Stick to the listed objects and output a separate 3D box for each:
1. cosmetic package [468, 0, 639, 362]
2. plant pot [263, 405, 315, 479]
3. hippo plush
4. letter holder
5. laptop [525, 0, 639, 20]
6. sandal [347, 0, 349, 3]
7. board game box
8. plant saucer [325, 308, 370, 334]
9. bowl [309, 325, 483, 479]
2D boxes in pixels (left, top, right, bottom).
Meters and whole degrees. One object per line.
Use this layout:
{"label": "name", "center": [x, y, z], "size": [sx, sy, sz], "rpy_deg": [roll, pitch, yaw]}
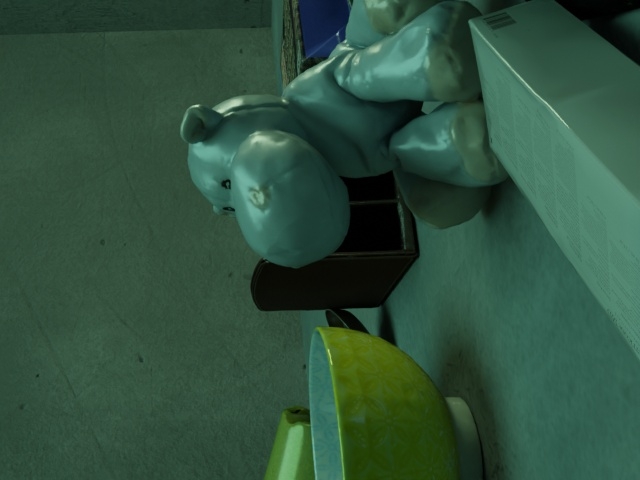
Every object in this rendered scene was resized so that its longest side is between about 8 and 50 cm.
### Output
{"label": "cosmetic package", "center": [0.149, -0.046, 0.418], "size": [0.239, 0.060, 0.099], "rpy_deg": [-103, -3, -55]}
{"label": "plant pot", "center": [0.011, 0.404, 1.213], "size": [0.276, 0.276, 0.254], "rpy_deg": [169, 109, -83]}
{"label": "hippo plush", "center": [-0.001, -0.112, 0.663], "size": [0.294, 0.236, 0.234], "rpy_deg": [53, 160, 33]}
{"label": "letter holder", "center": [0.000, 0.000, 1.128], "size": [0.302, 0.214, 0.152], "rpy_deg": [106, 159, -72]}
{"label": "laptop", "center": [0.173, -0.344, 0.322], "size": [0.408, 0.236, 0.382], "rpy_deg": [59, 180, -12]}
{"label": "sandal", "center": [0.105, -0.245, 0.816], "size": [0.079, 0.088, 0.240], "rpy_deg": [-57, 29, 20]}
{"label": "board game box", "center": [0.023, -0.253, 1.116], "size": [0.291, 0.141, 0.232], "rpy_deg": [99, 166, -61]}
{"label": "plant saucer", "center": [0.065, 0.175, 1.223], "size": [0.168, 0.029, 0.168], "rpy_deg": [53, 165, 21]}
{"label": "bowl", "center": [0.080, 0.230, 0.814], "size": [0.289, 0.156, 0.290], "rpy_deg": [177, 90, -84]}
